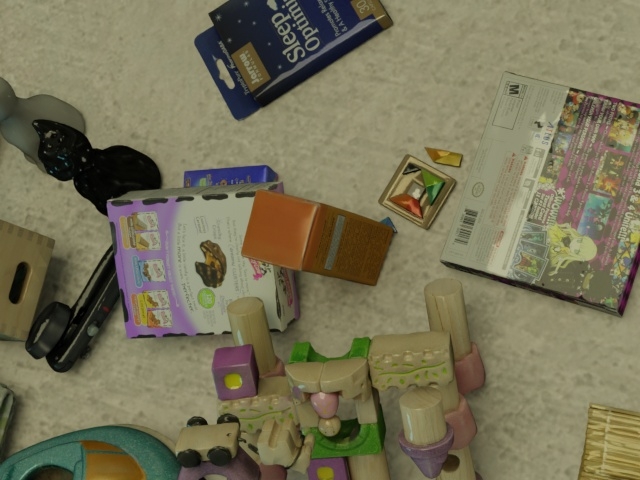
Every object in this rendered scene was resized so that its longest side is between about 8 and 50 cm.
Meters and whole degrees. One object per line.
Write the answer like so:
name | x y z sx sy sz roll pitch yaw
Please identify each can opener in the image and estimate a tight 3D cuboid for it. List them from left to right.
can opener | -0.272 0.076 1.954 0.059 0.073 0.186 32 79 31

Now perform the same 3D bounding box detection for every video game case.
video game case | 0.266 -0.054 1.806 0.210 0.042 0.232 16 82 22

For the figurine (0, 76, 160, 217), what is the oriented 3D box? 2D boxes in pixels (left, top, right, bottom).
figurine | -0.318 -0.122 1.936 0.215 0.209 0.092 34 89 24

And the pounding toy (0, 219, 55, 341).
pounding toy | -0.422 0.077 1.985 0.206 0.094 0.181 -3 69 54

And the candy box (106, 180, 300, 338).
candy box | -0.133 0.023 1.878 0.196 0.070 0.164 -3 101 19

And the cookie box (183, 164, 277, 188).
cookie box | -0.107 -0.038 1.932 0.107 0.040 0.091 -3 76 19

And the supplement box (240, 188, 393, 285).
supplement box | 0.000 0.000 1.780 0.078 0.233 0.080 14 91 23

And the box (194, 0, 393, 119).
box | -0.041 -0.256 1.971 0.225 0.036 0.136 -33 68 10

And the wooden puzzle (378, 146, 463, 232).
wooden puzzle | 0.110 -0.058 1.877 0.078 0.014 0.116 22 85 23

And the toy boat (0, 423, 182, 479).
toy boat | -0.262 0.340 1.796 0.267 0.148 0.318 -16 52 16

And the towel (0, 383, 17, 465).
towel | -0.557 0.308 1.974 0.374 0.090 0.320 1 76 20

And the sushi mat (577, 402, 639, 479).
sushi mat | 0.416 0.270 1.682 0.317 0.019 0.151 10 80 21

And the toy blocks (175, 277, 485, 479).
toy blocks | 0.027 0.229 1.709 0.289 0.309 0.260 -5 117 10
